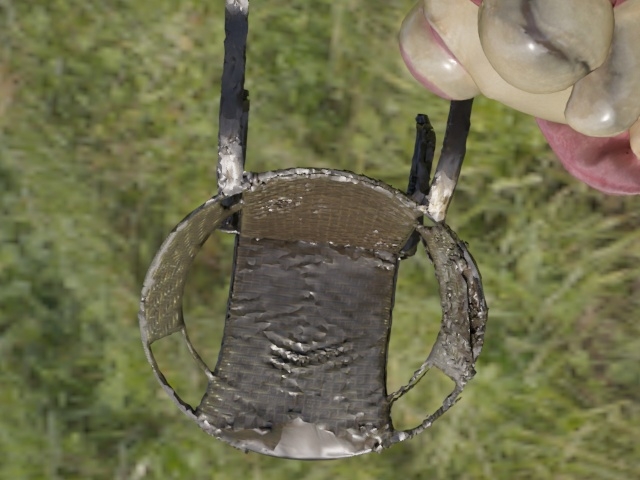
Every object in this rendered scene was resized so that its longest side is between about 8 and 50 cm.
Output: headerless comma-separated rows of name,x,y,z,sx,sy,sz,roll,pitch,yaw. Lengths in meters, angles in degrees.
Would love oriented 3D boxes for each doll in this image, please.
doll,0.098,-0.121,0.783,0.152,0.256,0.196,-11,79,17

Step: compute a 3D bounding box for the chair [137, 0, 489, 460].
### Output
chair,0.000,0.000,0.941,0.149,0.174,0.213,113,164,-77
